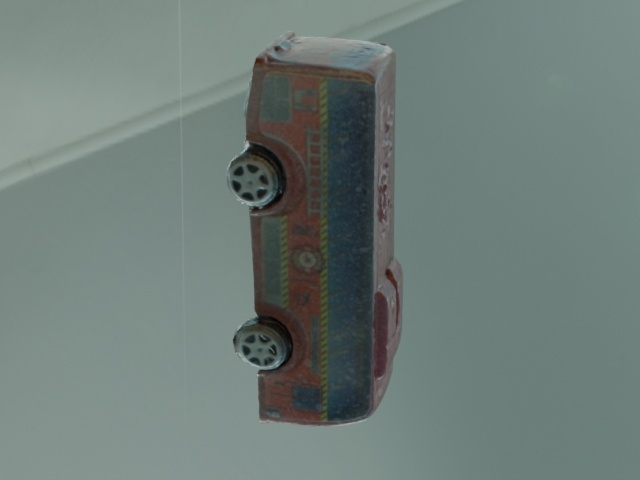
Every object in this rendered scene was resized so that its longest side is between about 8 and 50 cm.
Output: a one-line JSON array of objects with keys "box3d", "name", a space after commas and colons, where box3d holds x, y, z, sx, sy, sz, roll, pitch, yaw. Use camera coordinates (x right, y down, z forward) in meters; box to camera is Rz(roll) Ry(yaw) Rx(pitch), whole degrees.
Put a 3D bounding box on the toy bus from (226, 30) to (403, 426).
[{"box3d": [0.000, 0.000, 0.517, 0.077, 0.065, 0.192, 6, -63, 15], "name": "toy bus"}]
